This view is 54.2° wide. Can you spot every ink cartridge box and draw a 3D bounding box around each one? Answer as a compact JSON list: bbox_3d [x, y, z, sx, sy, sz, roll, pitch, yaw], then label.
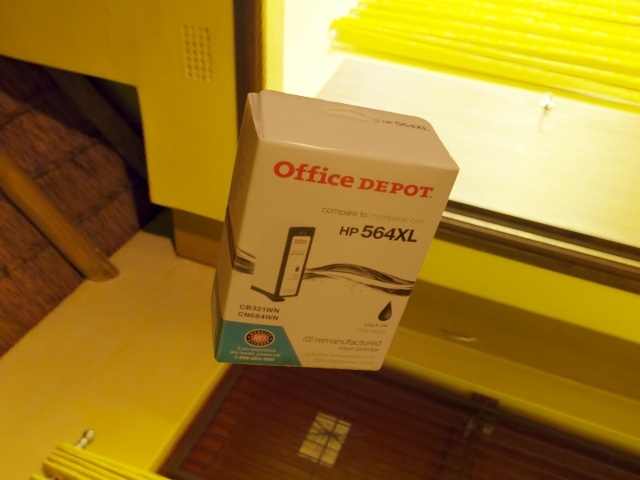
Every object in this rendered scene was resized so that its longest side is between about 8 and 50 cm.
[{"bbox_3d":[0.000,0.000,0.497,0.086,0.148,0.203,-104,25,-54],"label":"ink cartridge box"}]
